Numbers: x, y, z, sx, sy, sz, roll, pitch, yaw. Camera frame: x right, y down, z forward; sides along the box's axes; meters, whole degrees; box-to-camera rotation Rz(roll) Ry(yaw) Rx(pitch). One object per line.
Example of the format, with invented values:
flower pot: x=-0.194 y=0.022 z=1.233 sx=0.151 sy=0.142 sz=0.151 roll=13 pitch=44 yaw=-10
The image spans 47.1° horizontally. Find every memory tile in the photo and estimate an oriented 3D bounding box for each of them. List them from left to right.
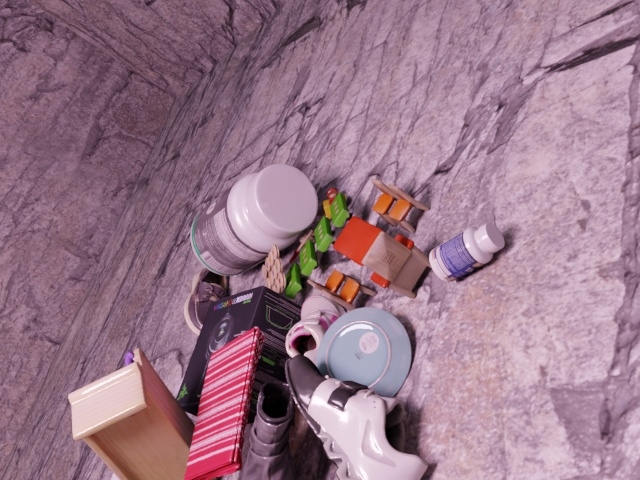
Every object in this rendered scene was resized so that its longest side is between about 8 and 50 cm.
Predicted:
memory tile: x=-0.112 y=0.083 z=1.741 sx=0.148 sy=0.012 sz=0.113 roll=119 pitch=141 yaw=-59

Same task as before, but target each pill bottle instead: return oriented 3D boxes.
pill bottle: x=-0.169 y=-0.049 z=1.840 sx=0.361 sy=0.204 sz=0.204 roll=-28 pitch=38 yaw=53
pill bottle: x=0.250 y=0.018 z=1.246 sx=0.120 sy=0.067 sz=0.067 roll=-35 pitch=34 yaw=38

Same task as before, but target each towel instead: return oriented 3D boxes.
towel: x=-0.184 y=0.318 z=1.404 sx=0.199 sy=0.031 sz=0.274 roll=-35 pitch=38 yaw=46

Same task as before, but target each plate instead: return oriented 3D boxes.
plate: x=0.070 y=0.206 z=1.302 sx=0.188 sy=0.024 sz=0.188 roll=-13 pitch=62 yaw=26

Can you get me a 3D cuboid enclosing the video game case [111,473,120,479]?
video game case: x=-0.438 y=0.539 z=1.695 sx=0.329 sy=0.036 sz=0.299 roll=104 pitch=175 yaw=-48

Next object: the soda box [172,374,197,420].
soda box: x=-0.281 y=0.328 z=1.804 sx=0.216 sy=0.069 sz=0.074 roll=-59 pitch=26 yaw=-3

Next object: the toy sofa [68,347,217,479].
toy sofa: x=-0.349 y=0.405 z=1.484 sx=0.150 sy=0.362 sz=0.177 roll=-26 pitch=36 yaw=-3

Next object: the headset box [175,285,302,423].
headset box: x=-0.182 y=0.271 z=1.628 sx=0.246 sy=0.131 sz=0.283 roll=-20 pitch=45 yaw=51

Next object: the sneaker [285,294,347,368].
sneaker: x=-0.010 y=0.186 z=1.451 sx=0.103 sy=0.111 sz=0.252 roll=-47 pitch=28 yaw=19

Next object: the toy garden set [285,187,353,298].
toy garden set: x=0.000 y=0.000 z=1.706 sx=0.244 sy=0.049 sz=0.203 roll=-57 pitch=16 yaw=18

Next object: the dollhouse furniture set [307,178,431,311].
dollhouse furniture set: x=0.097 y=0.013 z=1.434 sx=0.262 sy=0.135 sz=0.259 roll=-58 pitch=26 yaw=-1

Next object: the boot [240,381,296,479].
boot: x=-0.088 y=0.384 z=1.210 sx=0.338 sy=0.118 sz=0.222 roll=-115 pitch=32 yaw=-72

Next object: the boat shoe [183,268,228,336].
boat shoe: x=-0.302 y=0.153 z=1.996 sx=0.092 sy=0.103 sz=0.285 roll=-51 pitch=21 yaw=23

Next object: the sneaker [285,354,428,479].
sneaker: x=0.061 y=0.288 z=1.204 sx=0.146 sy=0.122 sz=0.330 roll=-41 pitch=48 yaw=2
